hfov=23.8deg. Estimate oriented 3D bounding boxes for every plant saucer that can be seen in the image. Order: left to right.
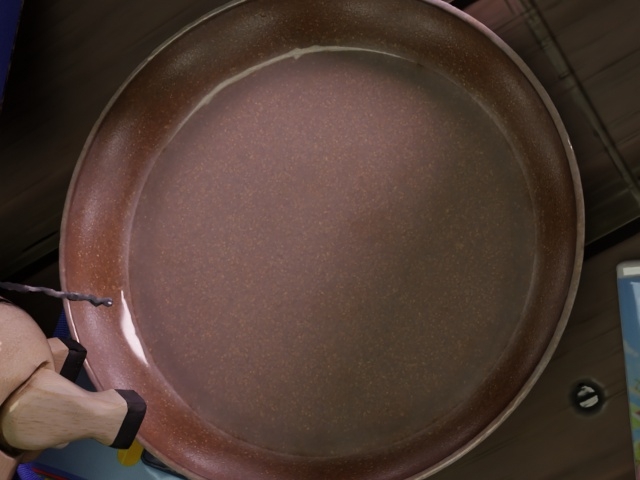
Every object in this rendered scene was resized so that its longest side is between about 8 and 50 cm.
[{"bbox_3d":[0.000,0.000,0.889,0.310,0.050,0.311,-4,75,15],"label":"plant saucer"}]

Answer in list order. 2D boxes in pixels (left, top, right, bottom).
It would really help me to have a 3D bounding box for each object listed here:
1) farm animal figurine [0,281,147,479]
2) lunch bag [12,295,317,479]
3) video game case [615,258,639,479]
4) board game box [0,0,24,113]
[{"bbox_3d":[-0.211,0.169,0.794,0.330,0.172,0.327,11,85,45],"label":"farm animal figurine"},{"bbox_3d":[-0.077,0.165,0.945,0.221,0.138,0.293,14,87,17],"label":"lunch bag"},{"bbox_3d":[0.283,0.099,0.863,0.212,0.023,0.193,-5,94,18],"label":"video game case"},{"bbox_3d":[-0.341,-0.155,0.919,0.291,0.141,0.232,-3,62,18],"label":"board game box"}]
